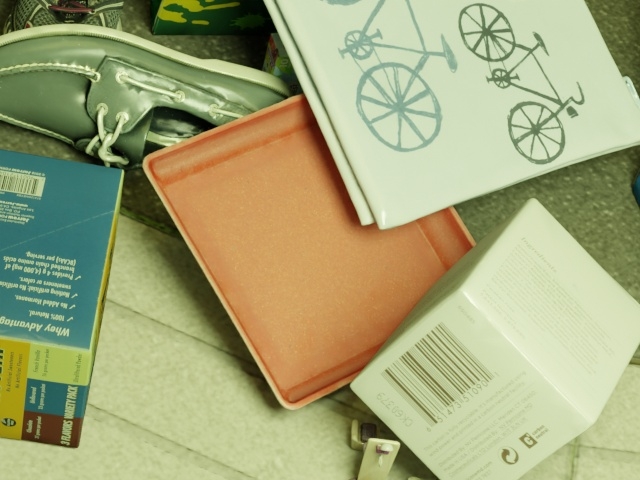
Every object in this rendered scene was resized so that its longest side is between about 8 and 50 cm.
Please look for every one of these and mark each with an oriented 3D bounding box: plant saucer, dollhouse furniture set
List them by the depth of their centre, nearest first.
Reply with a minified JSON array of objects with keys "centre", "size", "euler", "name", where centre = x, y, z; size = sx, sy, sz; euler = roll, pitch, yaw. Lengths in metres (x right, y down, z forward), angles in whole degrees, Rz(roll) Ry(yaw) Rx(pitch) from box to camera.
[{"centre":[0.085,0.181,1.461],"size":[0.114,0.081,0.091],"euler":[9,48,-6],"name":"dollhouse furniture set"},{"centre":[0.000,0.000,1.584],"size":[0.258,0.048,0.259],"euler":[-25,78,-31],"name":"plant saucer"}]

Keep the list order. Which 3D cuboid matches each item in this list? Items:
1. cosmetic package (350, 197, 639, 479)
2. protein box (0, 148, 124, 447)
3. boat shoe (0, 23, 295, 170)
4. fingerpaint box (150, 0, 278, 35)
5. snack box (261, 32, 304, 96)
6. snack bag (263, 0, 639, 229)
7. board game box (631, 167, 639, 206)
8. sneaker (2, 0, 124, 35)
[{"centre":[0.152,0.092,1.458],"size":[0.151,0.151,0.183],"euler":[46,37,-1],"name":"cosmetic package"},{"centre":[-0.279,0.040,1.462],"size":[0.200,0.136,0.201],"euler":[9,48,-6],"name":"protein box"},{"centre":[-0.175,-0.119,1.644],"size":[0.320,0.116,0.099],"euler":[9,47,-14],"name":"boat shoe"},{"centre":[-0.001,-0.446,1.838],"size":[0.371,0.163,0.444],"euler":[-1,72,-15],"name":"fingerpaint box"},{"centre":[0.013,-0.160,1.732],"size":[0.141,0.100,0.037],"euler":[-3,51,-17],"name":"snack box"},{"centre":[0.124,-0.195,1.676],"size":[0.343,0.037,0.323],"euler":[-19,77,-28],"name":"snack bag"},{"centre":[0.497,0.026,1.693],"size":[0.302,0.086,0.308],"euler":[-4,50,-16],"name":"board game box"},{"centre":[-0.248,-0.274,1.765],"size":[0.121,0.112,0.299],"euler":[8,49,-6],"name":"sneaker"}]
